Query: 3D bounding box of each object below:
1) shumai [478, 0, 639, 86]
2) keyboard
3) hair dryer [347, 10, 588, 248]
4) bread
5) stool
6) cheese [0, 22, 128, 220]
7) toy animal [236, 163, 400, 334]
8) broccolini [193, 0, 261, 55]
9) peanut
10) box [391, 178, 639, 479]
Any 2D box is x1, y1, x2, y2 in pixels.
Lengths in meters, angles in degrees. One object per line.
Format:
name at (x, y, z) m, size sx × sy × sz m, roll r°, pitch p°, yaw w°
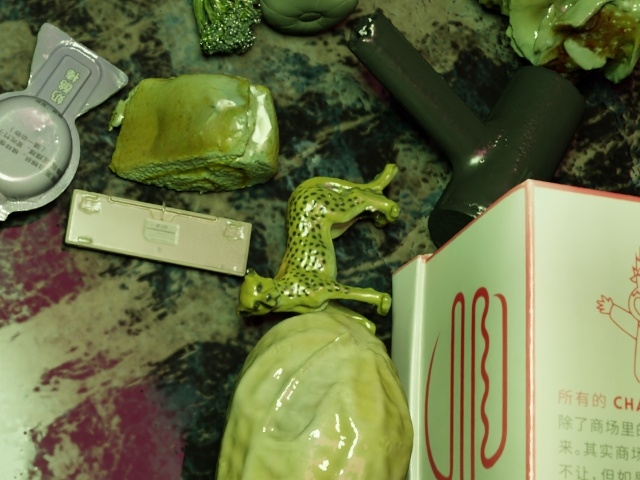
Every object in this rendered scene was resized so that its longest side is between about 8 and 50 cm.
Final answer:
shumai at (0.258, -0.267, 1.632) m, size 0.256 × 0.189 × 0.218 m, roll -3°, pitch 70°, yaw -14°
keyboard at (-0.145, -0.007, 1.505) m, size 0.166 × 0.017 × 0.055 m, roll 11°, pitch 74°, yaw -15°
hair dryer at (0.125, -0.121, 1.565) m, size 0.251 × 0.089 × 0.197 m, roll 43°, pitch 63°, yaw -21°
bread at (-0.106, -0.101, 1.501) m, size 0.156 × 0.110 × 0.103 m, roll 1°, pitch 78°, yaw -17°
stool at (-0.015, -0.258, 1.591) m, size 0.096 × 0.096 × 0.110 m, roll 1°, pitch 67°, yaw -18°
cheese at (-0.252, -0.100, 1.485) m, size 0.105 × 0.042 × 0.191 m, roll 34°, pitch 64°, yaw -6°
toy animal at (0.000, 0.000, 1.522) m, size 0.136 × 0.073 × 0.181 m, roll 14°, pitch 67°, yaw -12°
broccolini at (-0.118, -0.277, 1.581) m, size 0.067 × 0.058 × 0.216 m, roll -18°, pitch 78°, yaw -20°
peanut at (-0.011, 0.219, 1.396) m, size 0.158 × 0.174 × 0.340 m, roll 39°, pitch 59°, yaw -53°
box at (0.248, 0.150, 1.426) m, size 0.314 × 0.300 × 0.312 m, roll 8°, pitch 71°, yaw -16°
